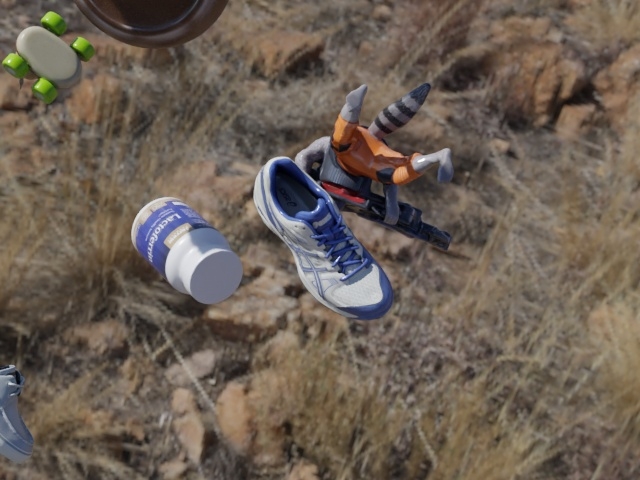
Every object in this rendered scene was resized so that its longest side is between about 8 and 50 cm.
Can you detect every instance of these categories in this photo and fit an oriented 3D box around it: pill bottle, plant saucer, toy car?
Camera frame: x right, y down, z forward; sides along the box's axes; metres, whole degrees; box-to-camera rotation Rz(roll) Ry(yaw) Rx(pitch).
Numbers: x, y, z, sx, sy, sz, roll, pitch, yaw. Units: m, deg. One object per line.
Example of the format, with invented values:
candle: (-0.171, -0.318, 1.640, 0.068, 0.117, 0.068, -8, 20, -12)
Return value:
pill bottle: (-0.283, 0.023, 2.158, 0.153, 0.153, 0.264, -4, 26, -36)
plant saucer: (-0.299, -0.471, 1.711, 0.310, 0.311, 0.050, 16, 27, -2)
toy car: (-0.598, -0.376, 2.173, 0.149, 0.155, 0.188, 42, -22, -18)

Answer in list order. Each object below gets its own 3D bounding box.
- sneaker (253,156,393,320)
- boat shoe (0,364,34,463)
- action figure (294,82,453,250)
sneaker: (0.000, 0.000, 1.547, 0.112, 0.131, 0.296, -41, 82, -15)
boat shoe: (-0.446, 0.195, 1.362, 0.227, 0.081, 0.079, 56, -3, -9)
action figure: (0.109, -0.122, 1.686, 0.341, 0.179, 0.330, 24, -18, -16)
